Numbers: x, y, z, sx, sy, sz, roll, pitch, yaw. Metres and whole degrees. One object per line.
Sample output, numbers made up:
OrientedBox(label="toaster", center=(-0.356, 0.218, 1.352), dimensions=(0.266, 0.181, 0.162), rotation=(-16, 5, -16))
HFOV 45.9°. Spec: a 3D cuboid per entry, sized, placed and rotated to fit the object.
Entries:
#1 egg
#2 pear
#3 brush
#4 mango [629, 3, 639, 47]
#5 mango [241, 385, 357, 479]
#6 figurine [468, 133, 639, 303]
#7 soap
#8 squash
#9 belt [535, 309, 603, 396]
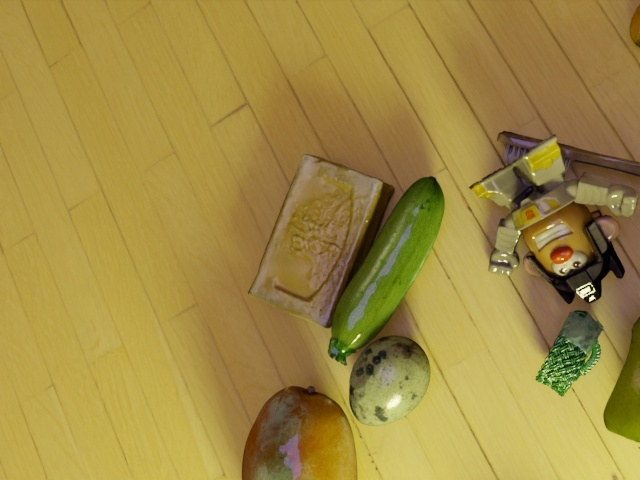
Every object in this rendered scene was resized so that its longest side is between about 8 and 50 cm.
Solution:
OrientedBox(label="egg", center=(0.124, 0.263, 1.410), dimensions=(0.141, 0.141, 0.182), rotation=(34, 92, 19))
OrientedBox(label="pear", center=(0.577, 0.198, 1.215), dimensions=(0.176, 0.286, 0.282), rotation=(11, 87, 38))
OrientedBox(label="brush", center=(0.482, -0.137, 1.387), dimensions=(0.327, 0.070, 0.065), rotation=(15, 106, 19))
OrientedBox(label="mango", center=(0.643, -0.426, 1.363), dimensions=(0.190, 0.075, 0.098), rotation=(-33, 66, 18))
OrientedBox(label="mango", center=(-0.040, 0.462, 1.417), dimensions=(0.221, 0.199, 0.384), rotation=(5, 97, 11))
OrientedBox(label="figurine", center=(0.416, -0.030, 1.337), dimensions=(0.143, 0.308, 0.308), rotation=(-35, 69, -31))
OrientedBox(label="soap", center=(0.000, 0.000, 1.512), dimensions=(0.199, 0.091, 0.315), rotation=(22, 91, 18))
OrientedBox(label="squash", center=(0.128, 0.057, 1.442), dimensions=(0.107, 0.107, 0.395), rotation=(28, 83, 19))
OrientedBox(label="belt", center=(0.445, 0.200, 1.324), dimensions=(0.079, 0.121, 0.151), rotation=(27, 87, 21))
